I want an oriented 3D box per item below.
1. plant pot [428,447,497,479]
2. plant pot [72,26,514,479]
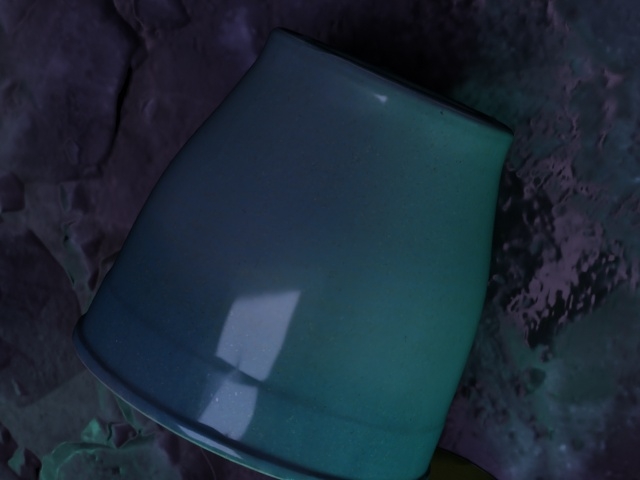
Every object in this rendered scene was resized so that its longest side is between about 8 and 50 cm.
[{"bbox_3d":[0.017,0.331,0.988,0.274,0.293,0.275,7,108,22],"label":"plant pot"},{"bbox_3d":[0.000,0.000,0.931,0.271,0.271,0.255,26,100,15],"label":"plant pot"}]
